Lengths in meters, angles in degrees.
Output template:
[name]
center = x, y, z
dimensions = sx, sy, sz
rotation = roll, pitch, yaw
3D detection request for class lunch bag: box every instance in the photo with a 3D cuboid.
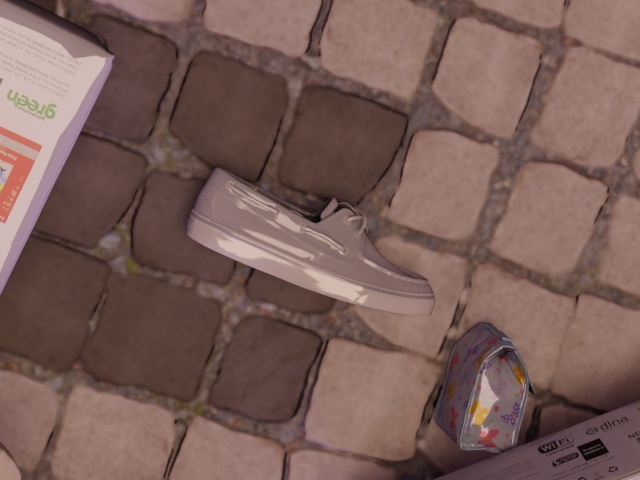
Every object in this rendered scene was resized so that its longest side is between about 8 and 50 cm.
[lunch bag]
center = 0.120, 0.105, 1.346
dimensions = 0.053, 0.071, 0.083
rotation = 10, 97, -14

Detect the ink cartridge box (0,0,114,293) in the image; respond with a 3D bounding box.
[ink cartridge box]
center = -0.331, -0.071, 1.205
dimensions = 0.309, 0.130, 0.272
rotation = 26, 96, -13

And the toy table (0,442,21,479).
[toy table]
center = -0.246, 0.261, 1.237
dimensions = 0.161, 0.252, 0.274
rotation = 44, 76, -30

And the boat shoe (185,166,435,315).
[boat shoe]
center = 0.000, 0.000, 1.316
dimensions = 0.184, 0.066, 0.063
rotation = 21, 96, -3

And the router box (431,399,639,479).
[router box]
center = 0.211, 0.277, 1.348
dimensions = 0.335, 0.082, 0.301
rotation = -20, 116, -5
